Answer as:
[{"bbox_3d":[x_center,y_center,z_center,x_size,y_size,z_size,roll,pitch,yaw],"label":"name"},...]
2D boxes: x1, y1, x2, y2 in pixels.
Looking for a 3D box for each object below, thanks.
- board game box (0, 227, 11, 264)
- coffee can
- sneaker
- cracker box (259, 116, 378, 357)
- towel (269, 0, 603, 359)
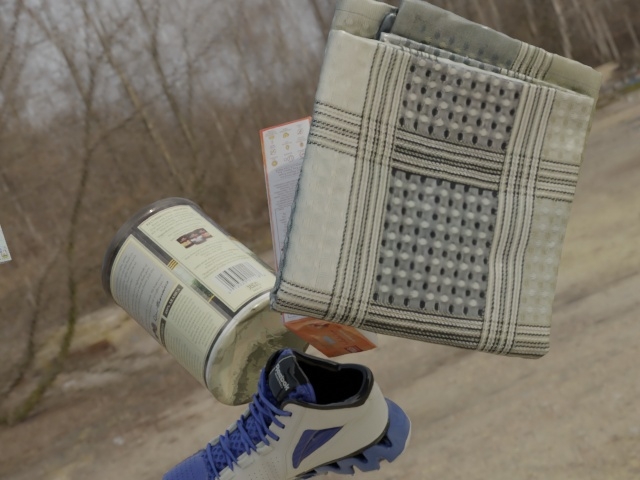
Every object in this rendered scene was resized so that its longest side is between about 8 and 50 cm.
[{"bbox_3d":[-0.371,-0.011,1.143,0.090,0.090,0.020,-14,-6,-42],"label":"board game box"},{"bbox_3d":[-0.170,0.089,1.691,0.202,0.201,0.275,-26,49,-33],"label":"coffee can"},{"bbox_3d":[-0.058,0.223,1.364,0.316,0.182,0.127,-23,40,-2],"label":"sneaker"},{"bbox_3d":[0.000,0.000,1.255,0.067,0.232,0.156,-13,-22,15],"label":"cracker box"},{"bbox_3d":[0.126,-0.060,1.103,0.312,0.324,0.056,13,-4,-20],"label":"towel"}]
